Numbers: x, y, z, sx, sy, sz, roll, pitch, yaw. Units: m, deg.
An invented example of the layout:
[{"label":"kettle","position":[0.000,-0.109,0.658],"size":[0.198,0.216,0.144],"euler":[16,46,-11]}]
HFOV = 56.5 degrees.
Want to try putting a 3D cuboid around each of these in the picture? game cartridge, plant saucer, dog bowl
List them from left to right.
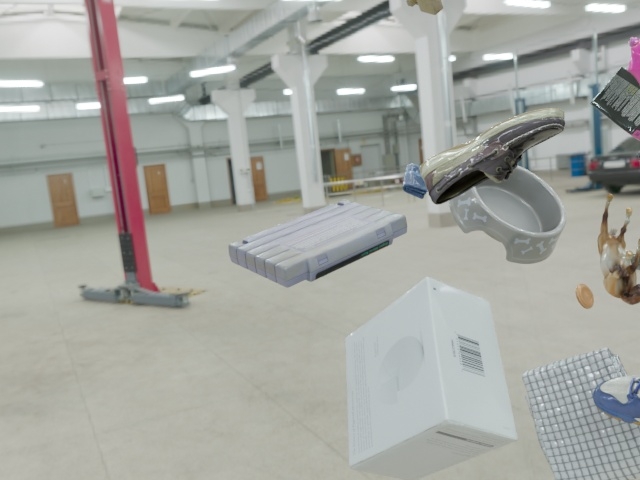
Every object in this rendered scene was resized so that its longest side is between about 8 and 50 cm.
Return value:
[{"label":"game cartridge","position":[0.000,0.000,1.351],"size":[0.354,0.068,0.230],"euler":[-23,31,-33]},{"label":"dog bowl","position":[0.557,-0.097,1.749],"size":[0.348,0.102,0.349],"euler":[12,46,-12]},{"label":"plant saucer","position":[0.859,0.180,1.931],"size":[0.083,0.084,0.013],"euler":[-11,-13,-36]}]

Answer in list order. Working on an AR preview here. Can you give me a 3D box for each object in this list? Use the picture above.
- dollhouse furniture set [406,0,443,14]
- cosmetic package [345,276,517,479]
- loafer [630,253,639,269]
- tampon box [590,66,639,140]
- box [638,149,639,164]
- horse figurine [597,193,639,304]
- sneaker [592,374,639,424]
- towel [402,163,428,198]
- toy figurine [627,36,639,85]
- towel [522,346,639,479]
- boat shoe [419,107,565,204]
[{"label":"dollhouse furniture set","position":[0.215,-0.579,1.241],"size":[0.123,0.144,0.151],"euler":[-40,41,-6]},{"label":"cosmetic package","position":[0.154,0.218,0.911],"size":[0.138,0.224,0.224],"euler":[22,-43,-26]},{"label":"loafer","position":[0.921,0.027,1.568],"size":[0.094,0.088,0.251],"euler":[-1,-9,-24]},{"label":"tampon box","position":[0.701,-0.283,1.300],"size":[0.120,0.101,0.161],"euler":[20,30,-26]},{"label":"box","position":[0.652,-0.058,0.848],"size":[0.296,0.183,0.294],"euler":[-12,15,22]},{"label":"horse figurine","position":[0.598,0.035,1.187],"size":[0.066,0.175,0.263],"euler":[-2,42,10]},{"label":"sneaker","position":[0.676,0.277,1.144],"size":[0.296,0.131,0.112],"euler":[-9,32,33]},{"label":"towel","position":[0.248,-0.158,1.539],"size":[0.067,0.029,0.120],"euler":[21,39,-1]},{"label":"toy figurine","position":[0.550,-0.288,0.950],"size":[0.159,0.130,0.173],"euler":[11,41,-31]},{"label":"towel","position":[0.617,0.410,1.367],"size":[0.121,0.284,0.235],"euler":[13,-36,-44]},{"label":"boat shoe","position":[0.317,-0.148,1.098],"size":[0.285,0.093,0.102],"euler":[-23,-20,34]}]
